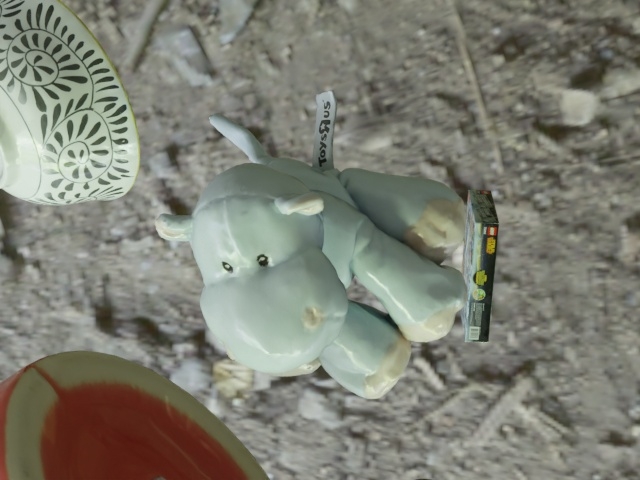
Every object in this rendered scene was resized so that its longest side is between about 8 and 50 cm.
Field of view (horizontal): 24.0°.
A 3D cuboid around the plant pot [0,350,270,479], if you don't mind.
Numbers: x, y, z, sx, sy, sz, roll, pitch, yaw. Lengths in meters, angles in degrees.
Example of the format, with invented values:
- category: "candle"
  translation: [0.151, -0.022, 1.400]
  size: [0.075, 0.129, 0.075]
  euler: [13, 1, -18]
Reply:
- category: "plant pot"
  translation: [-0.150, 0.203, 0.754]
  size: [0.275, 0.275, 0.243]
  euler: [41, 112, -15]

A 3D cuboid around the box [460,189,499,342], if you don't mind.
- category: "box"
  translation: [0.166, 0.026, 1.586]
  size: [0.027, 0.094, 0.137]
  euler: [2, 114, -1]

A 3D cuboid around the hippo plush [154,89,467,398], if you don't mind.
- category: "hippo plush"
  translation: [0.000, 0.000, 1.315]
  size: [0.234, 0.236, 0.294]
  euler: [-10, 86, 14]

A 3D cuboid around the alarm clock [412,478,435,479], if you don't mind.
- category: "alarm clock"
  translation: [0.051, 0.211, 0.731]
  size: [0.064, 0.129, 0.192]
  euler: [-3, 92, -62]

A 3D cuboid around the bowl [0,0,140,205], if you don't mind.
- category: "bowl"
  translation: [-0.211, -0.086, 1.051]
  size: [0.080, 0.170, 0.170]
  euler: [-35, 100, -34]
